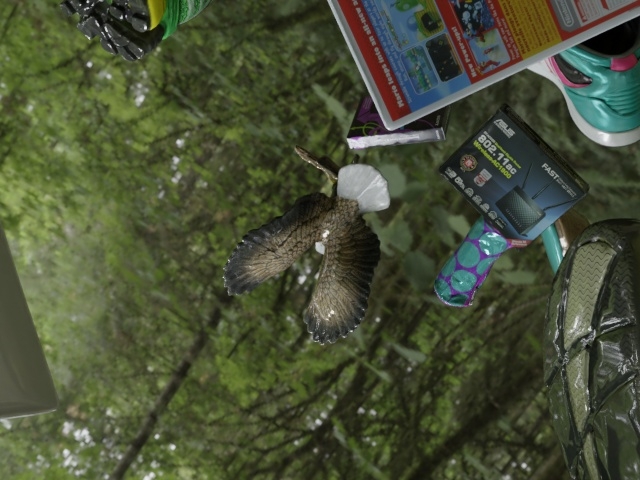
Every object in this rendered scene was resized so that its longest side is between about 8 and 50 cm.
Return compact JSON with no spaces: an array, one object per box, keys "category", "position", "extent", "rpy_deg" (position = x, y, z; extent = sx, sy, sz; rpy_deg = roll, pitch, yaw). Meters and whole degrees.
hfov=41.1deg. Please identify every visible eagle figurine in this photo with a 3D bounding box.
[{"category":"eagle figurine","position":[0.002,0.006,1.503],"extent":[0.226,0.298,0.225],"rpy_deg":[13,153,35]}]

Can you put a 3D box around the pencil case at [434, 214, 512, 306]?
[{"category":"pencil case","position":[0.227,0.027,1.232],"extent":[0.064,0.151,0.070],"rpy_deg":[-9,-132,-44]}]

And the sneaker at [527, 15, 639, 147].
[{"category":"sneaker","position":[0.312,-0.270,1.060],"extent":[0.178,0.124,0.295],"rpy_deg":[75,172,-50]}]

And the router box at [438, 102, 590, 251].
[{"category":"router box","position":[0.195,-0.063,0.863],"extent":[0.122,0.092,0.038],"rpy_deg":[45,-152,3]}]

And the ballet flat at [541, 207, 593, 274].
[{"category":"ballet flat","position":[0.416,0.060,1.328],"extent":[0.116,0.124,0.342],"rpy_deg":[-99,-7,-56]}]

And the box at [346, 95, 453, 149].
[{"category":"box","position":[0.132,-0.201,1.398],"extent":[0.116,0.162,0.029],"rpy_deg":[-71,-29,-43]}]

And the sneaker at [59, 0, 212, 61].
[{"category":"sneaker","position":[-0.143,-0.306,0.577],"extent":[0.134,0.146,0.343],"rpy_deg":[23,141,29]}]

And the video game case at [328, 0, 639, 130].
[{"category":"video game case","position":[0.146,-0.246,0.731],"extent":[0.025,0.285,0.204],"rpy_deg":[-82,-33,-76]}]

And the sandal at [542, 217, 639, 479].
[{"category":"sandal","position":[0.182,0.130,0.391],"extent":[0.120,0.086,0.303],"rpy_deg":[-166,55,-84]}]

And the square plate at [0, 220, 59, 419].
[{"category":"square plate","position":[-0.549,0.097,1.121],"extent":[0.344,0.049,0.347],"rpy_deg":[0,-122,-51]}]
